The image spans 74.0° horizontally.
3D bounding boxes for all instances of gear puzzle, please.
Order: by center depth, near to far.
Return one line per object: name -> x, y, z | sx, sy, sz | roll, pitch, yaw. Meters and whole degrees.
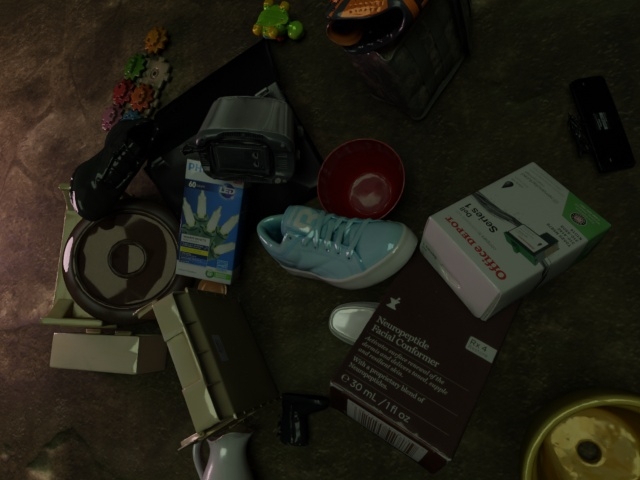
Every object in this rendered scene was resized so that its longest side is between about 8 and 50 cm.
gear puzzle -> -0.513, -0.456, 1.200 | 0.175, 0.044, 0.339 | 22, 89, 25

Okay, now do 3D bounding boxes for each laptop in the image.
laptop -> -0.215, -0.240, 1.072 | 0.381, 0.236, 0.408 | -28, 101, 14

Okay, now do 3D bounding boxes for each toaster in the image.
toaster -> -0.150, -0.205, 0.857 | 0.226, 0.129, 0.147 | 3, 50, 2

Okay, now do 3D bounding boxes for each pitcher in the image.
pitcher -> -0.213, 0.515, 0.892 | 0.177, 0.125, 0.207 | -21, 62, 37

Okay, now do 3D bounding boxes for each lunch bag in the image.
lunch bag -> 0.201, -0.427, 0.834 | 0.169, 0.235, 0.287 | 38, 95, 27

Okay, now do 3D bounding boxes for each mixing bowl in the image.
mixing bowl -> 0.093, -0.110, 0.891 | 0.181, 0.098, 0.182 | -4, 78, 19

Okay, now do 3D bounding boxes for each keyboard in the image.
keyboard -> 0.510, -0.215, 0.800 | 0.100, 0.038, 0.192 | -8, 76, -5

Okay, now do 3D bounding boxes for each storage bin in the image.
storage bin -> -0.222, 0.246, 0.860 | 0.123, 0.260, 0.262 | -30, 72, 9

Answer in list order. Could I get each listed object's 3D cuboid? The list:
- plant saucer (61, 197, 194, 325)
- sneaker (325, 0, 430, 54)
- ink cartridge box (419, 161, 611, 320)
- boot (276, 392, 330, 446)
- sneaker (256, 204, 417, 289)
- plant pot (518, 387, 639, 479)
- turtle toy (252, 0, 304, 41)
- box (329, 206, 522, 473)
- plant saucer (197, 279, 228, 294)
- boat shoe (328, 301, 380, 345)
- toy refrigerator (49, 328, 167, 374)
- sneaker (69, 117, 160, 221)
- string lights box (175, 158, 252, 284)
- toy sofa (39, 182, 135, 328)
plant saucer -> -0.453, 0.045, 1.011 | 0.310, 0.050, 0.311 | 2, 81, -12
sneaker -> 0.032, -0.432, 0.713 | 0.321, 0.124, 0.180 | 31, 90, 31
ink cartridge box -> 0.291, -0.003, 0.658 | 0.219, 0.093, 0.160 | -27, 59, -16
boot -> -0.036, 0.373, 0.881 | 0.121, 0.045, 0.099 | -5, 76, 27
sneaker -> 0.000, 0.000, 0.795 | 0.365, 0.150, 0.135 | -7, 51, 47
plant pot -> 0.418, 0.338, 0.616 | 0.253, 0.239, 0.254 | -4, 79, 19
turtle toy -> -0.101, -0.536, 1.055 | 0.130, 0.066, 0.095 | 24, 89, 22
box -> 0.194, 0.145, 0.700 | 0.191, 0.143, 0.381 | 27, 59, 20
plant saucer -> -0.263, 0.123, 1.026 | 0.083, 0.013, 0.084 | -4, 80, 20
boat shoe -> 0.138, 0.175, 0.824 | 0.277, 0.096, 0.098 | 7, 83, 21
toy refrigerator -> -0.522, 0.269, 1.048 | 0.269, 0.102, 0.094 | -3, 80, 20
sneaker -> -0.464, -0.175, 0.967 | 0.130, 0.109, 0.286 | -4, 60, 40
string lights box -> -0.239, -0.044, 0.959 | 0.133, 0.077, 0.260 | 10, 102, 4
toy sofa -> -0.584, 0.043, 1.104 | 0.150, 0.177, 0.363 | 3, 81, -4
